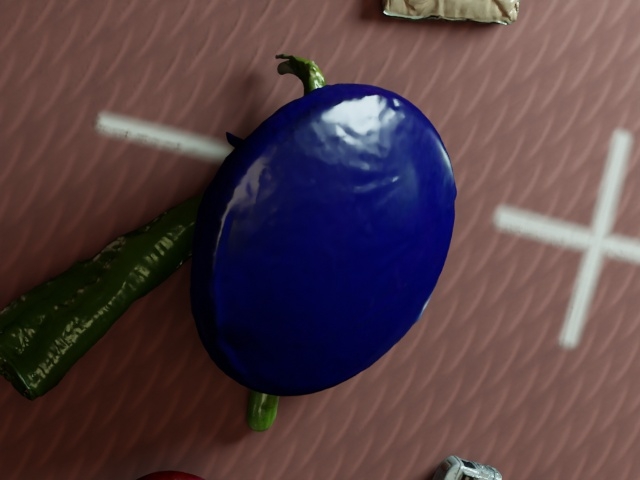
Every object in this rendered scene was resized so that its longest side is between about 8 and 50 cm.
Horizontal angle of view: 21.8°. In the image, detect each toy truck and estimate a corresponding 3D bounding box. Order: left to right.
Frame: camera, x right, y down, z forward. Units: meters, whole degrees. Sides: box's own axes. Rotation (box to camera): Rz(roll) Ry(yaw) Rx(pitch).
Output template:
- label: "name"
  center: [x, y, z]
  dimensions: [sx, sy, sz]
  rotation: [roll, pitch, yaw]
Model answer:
- label: "toy truck"
  center: [0.110, 0.249, 1.453]
  dimensions: [0.063, 0.052, 0.123]
  rotation: [23, 92, -8]

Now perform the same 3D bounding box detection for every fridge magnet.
- label: "fridge magnet"
  center: [0.000, 0.000, 1.336]
  dimensions: [0.265, 0.113, 0.265]
  rotation: [-19, 122, -35]

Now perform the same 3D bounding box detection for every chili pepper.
- label: "chili pepper"
  center: [-0.125, -0.010, 1.365]
  dimensions: [0.359, 0.076, 0.085]
  rotation: [-42, 67, -12]

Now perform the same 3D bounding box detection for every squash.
- label: "squash"
  center: [-0.045, 0.120, 1.419]
  dimensions: [0.027, 0.027, 0.089]
  rotation: [10, 92, -13]

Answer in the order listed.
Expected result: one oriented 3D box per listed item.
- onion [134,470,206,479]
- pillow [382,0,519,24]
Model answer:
- label: "onion"
  center: [-0.127, 0.256, 1.369]
  dimensions: [0.131, 0.131, 0.131]
  rotation: [-1, 96, -12]
- label: "pillow"
  center: [0.122, -0.297, 1.405]
  dimensions: [0.126, 0.043, 0.232]
  rotation: [7, 97, -8]
